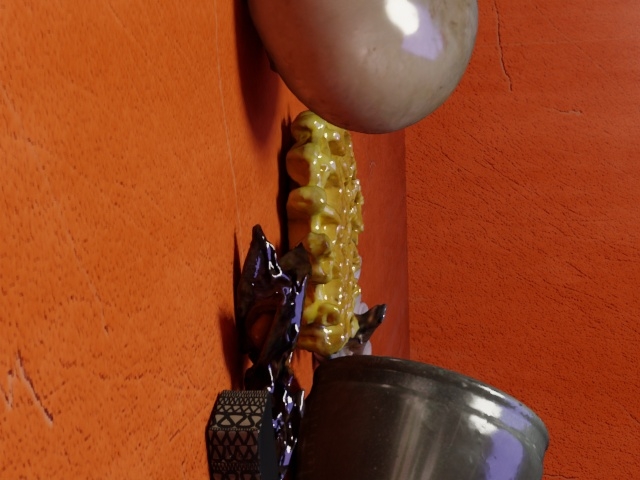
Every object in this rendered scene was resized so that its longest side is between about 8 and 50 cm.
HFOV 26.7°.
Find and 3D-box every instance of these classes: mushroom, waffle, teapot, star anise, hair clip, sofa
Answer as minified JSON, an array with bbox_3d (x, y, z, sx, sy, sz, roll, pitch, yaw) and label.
[{"bbox_3d":[0.027,-0.199,1.127,0.226,0.178,0.227,9,76,-40],"label":"mushroom"},{"bbox_3d":[0.001,0.000,1.310,0.229,0.057,0.219,73,18,-61],"label":"waffle"},{"bbox_3d":[0.050,0.258,1.309,0.239,0.321,0.239,35,62,-31],"label":"teapot"},{"bbox_3d":[-0.038,0.067,1.037,0.157,0.053,0.212,82,12,-46],"label":"star anise"},{"bbox_3d":[0.035,0.111,1.538,0.257,0.075,0.146,88,7,-62],"label":"hair clip"},{"bbox_3d":[-0.053,0.170,0.969,0.060,0.039,0.118,-71,160,-64],"label":"sofa"}]
